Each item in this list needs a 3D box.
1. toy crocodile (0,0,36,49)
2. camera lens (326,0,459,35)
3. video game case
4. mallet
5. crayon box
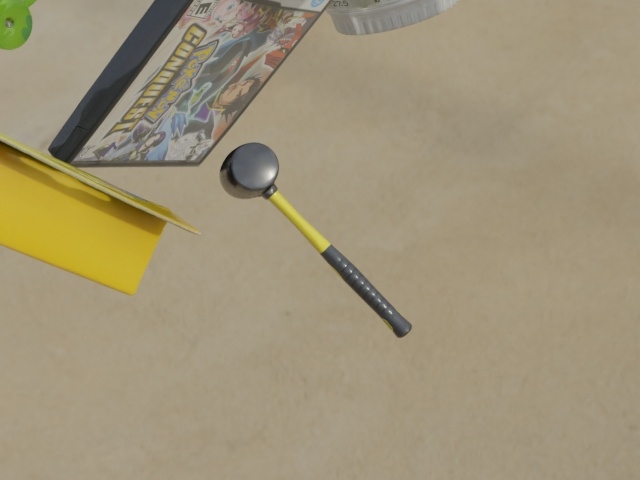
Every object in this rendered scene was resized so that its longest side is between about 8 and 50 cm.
[{"bbox_3d":[-0.457,-0.243,1.424,0.115,0.105,0.340,19,54,43],"label":"toy crocodile"},{"bbox_3d":[0.080,-0.462,1.743,0.219,0.274,0.219,-15,23,7],"label":"camera lens"},{"bbox_3d":[-0.120,-0.182,1.228,0.035,0.275,0.248,47,22,16],"label":"video game case"},{"bbox_3d":[0.000,0.000,0.881,0.189,0.062,0.039,44,78,1],"label":"mallet"},{"bbox_3d":[-0.265,-0.048,0.984,0.202,0.081,0.318,27,-3,-38],"label":"crayon box"}]
